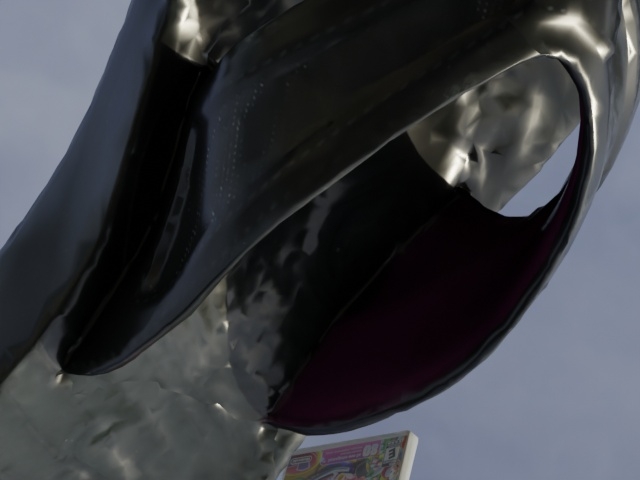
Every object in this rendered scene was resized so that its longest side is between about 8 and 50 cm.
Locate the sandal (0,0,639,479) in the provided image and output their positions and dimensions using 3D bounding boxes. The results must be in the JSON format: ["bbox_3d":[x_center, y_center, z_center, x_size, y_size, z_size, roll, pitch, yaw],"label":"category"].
[{"bbox_3d":[0.001,0.002,0.548,0.167,0.446,0.107,17,-155,-40],"label":"sandal"}]

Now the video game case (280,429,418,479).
[{"bbox_3d":[0.003,0.159,0.995,0.087,0.011,0.122,-15,-133,39],"label":"video game case"}]
